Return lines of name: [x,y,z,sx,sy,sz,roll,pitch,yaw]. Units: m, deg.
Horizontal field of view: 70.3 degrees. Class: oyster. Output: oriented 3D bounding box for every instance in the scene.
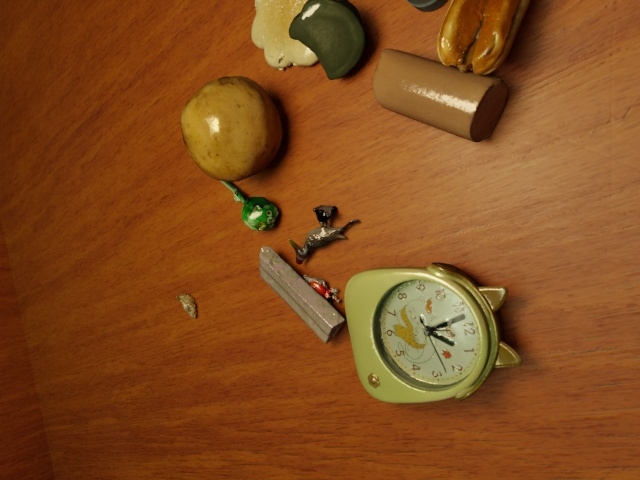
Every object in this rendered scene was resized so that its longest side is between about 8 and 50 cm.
oyster: [-0.427,0.211,1.479,0.081,0.038,0.083,0,120,46]

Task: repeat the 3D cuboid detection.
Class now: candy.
candy: [-0.233,-0.129,1.284,0.323,0.097,0.097,41,116,36]

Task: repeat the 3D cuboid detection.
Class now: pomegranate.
pomegranate: [-0.217,-0.280,1.140,0.260,0.260,0.260,4,96,36]

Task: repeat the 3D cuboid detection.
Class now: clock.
clock: [0.227,0.185,0.944,0.348,0.117,0.286,-12,87,35]

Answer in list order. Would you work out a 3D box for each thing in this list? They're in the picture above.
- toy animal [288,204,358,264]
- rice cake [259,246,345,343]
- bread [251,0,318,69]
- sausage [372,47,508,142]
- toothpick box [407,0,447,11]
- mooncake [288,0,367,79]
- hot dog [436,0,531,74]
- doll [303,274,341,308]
toy animal: [-0.004,-0.010,1.125,0.105,0.070,0.202,44,115,3]
rice cake: [-0.059,0.139,1.163,0.298,0.050,0.106,42,148,26]
bread: [-0.057,-0.576,1.120,0.316,0.054,0.316,2,94,36]
sausage: [0.223,-0.291,0.900,0.253,0.123,0.123,32,112,31]
toothpick box: [0.188,-0.522,0.884,0.101,0.153,0.101,3,96,35]
mooncake: [0.018,-0.453,1.014,0.168,0.104,0.175,-7,126,8]
hot dog: [0.314,-0.457,0.813,0.135,0.100,0.337,19,88,20]
doll: [0.002,0.123,1.149,0.114,0.039,0.057,43,144,16]
